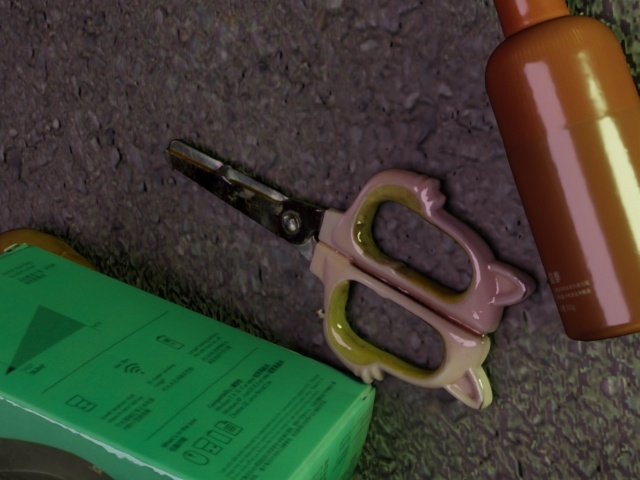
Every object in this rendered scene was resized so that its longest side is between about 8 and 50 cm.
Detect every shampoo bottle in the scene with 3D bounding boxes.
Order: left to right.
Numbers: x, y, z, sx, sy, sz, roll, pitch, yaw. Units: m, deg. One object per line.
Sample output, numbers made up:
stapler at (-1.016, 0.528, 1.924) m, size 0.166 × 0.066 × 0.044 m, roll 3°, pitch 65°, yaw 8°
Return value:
shampoo bottle at (0.144, -0.067, 0.628) m, size 0.085 × 0.085 × 0.244 m, roll -17°, pitch 87°, yaw 38°

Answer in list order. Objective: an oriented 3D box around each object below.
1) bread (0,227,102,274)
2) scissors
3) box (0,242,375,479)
bread at (-0.232, 0.058, 0.940) m, size 0.189 × 0.077 × 0.114 m, roll 29°, pitch 111°, yaw 32°
scissors at (0.000, 0.000, 0.783) m, size 0.318 × 0.024 × 0.160 m, roll 30°, pitch 116°, yaw 29°
box at (-0.143, 0.126, 0.762) m, size 0.311 × 0.205 × 0.118 m, roll 21°, pitch 110°, yaw 14°
